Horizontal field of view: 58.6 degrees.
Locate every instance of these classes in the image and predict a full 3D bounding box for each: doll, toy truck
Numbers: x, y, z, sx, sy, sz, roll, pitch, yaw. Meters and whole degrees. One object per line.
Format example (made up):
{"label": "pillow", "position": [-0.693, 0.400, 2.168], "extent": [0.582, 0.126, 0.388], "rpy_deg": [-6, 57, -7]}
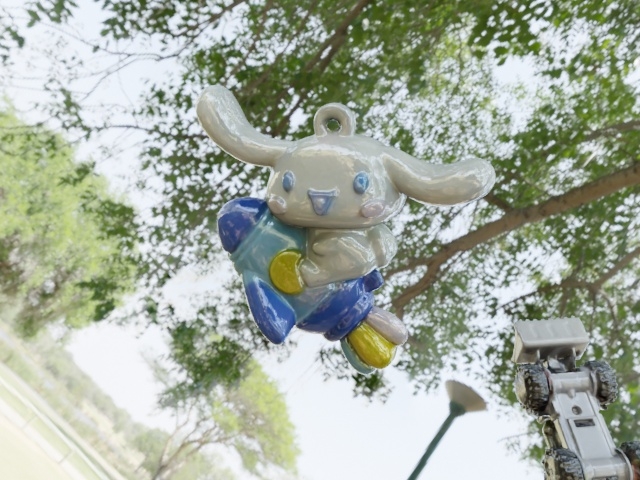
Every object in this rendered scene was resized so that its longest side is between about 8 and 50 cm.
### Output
{"label": "doll", "position": [-0.005, 0.002, 0.760], "extent": [0.375, 0.187, 0.366], "rpy_deg": [26, -61, 31]}
{"label": "toy truck", "position": [0.347, 0.248, 0.792], "extent": [0.111, 0.136, 0.286], "rpy_deg": [93, -7, -53]}
